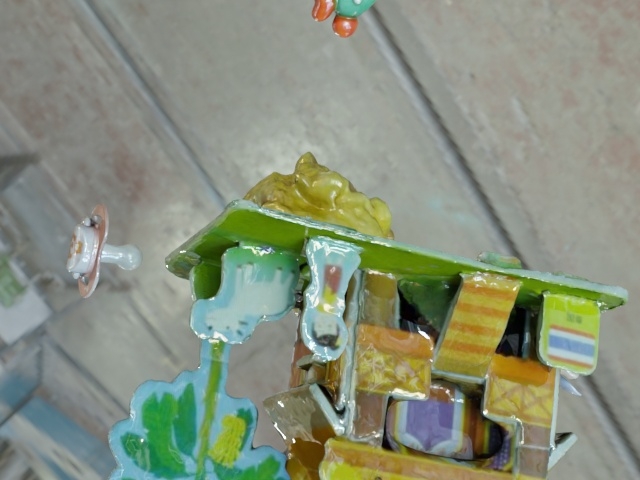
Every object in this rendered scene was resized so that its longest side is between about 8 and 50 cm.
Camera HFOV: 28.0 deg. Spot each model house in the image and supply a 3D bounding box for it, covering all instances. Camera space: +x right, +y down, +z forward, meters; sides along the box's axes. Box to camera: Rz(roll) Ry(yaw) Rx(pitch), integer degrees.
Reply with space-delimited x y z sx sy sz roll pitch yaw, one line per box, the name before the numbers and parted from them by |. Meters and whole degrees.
model house | 0.027 0.159 0.993 0.357 0.313 0.242 14 160 -19

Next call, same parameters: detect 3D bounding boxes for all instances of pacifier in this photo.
pacifier | -0.224 0.012 1.344 0.078 0.099 0.081 10 -174 -23

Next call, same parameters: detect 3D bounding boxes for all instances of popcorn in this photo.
popcorn | 0.003 -0.005 1.409 0.198 0.155 0.197 53 -178 -3

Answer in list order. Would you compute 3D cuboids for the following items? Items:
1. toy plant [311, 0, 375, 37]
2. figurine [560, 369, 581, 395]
toy plant | 0.114 -0.428 1.698 0.400 0.185 0.279 2 141 -3
figurine | 0.308 0.186 1.965 0.208 0.184 0.128 32 -170 -36
